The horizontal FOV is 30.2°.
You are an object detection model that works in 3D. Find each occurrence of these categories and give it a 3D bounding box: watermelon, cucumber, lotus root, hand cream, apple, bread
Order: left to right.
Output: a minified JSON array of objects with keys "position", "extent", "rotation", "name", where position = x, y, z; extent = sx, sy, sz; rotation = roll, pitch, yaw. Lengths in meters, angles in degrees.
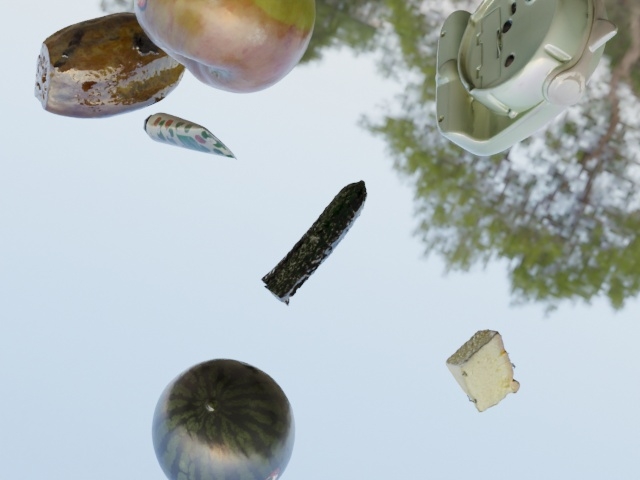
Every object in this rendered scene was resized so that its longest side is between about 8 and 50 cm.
[{"position":[-0.368,-0.319,2.109],"extent":[0.291,0.193,0.193],"rotation":[-14,-144,-30],"name":"lotus root"},{"position":[-0.256,-0.202,2.257],"extent":[0.095,0.059,0.276],"rotation":[42,166,-35],"name":"hand cream"},{"position":[-0.137,0.269,1.679],"extent":[0.212,0.212,0.212],"rotation":[20,-161,-7],"name":"watermelon"},{"position":[-0.125,-0.311,1.583],"extent":[0.261,0.194,0.261],"rotation":[35,178,2],"name":"apple"},{"position":[0.000,0.001,1.936],"extent":[0.067,0.245,0.067],"rotation":[38,165,12],"name":"cucumber"},{"position":[0.232,0.188,1.637],"extent":[0.109,0.084,0.080],"rotation":[55,169,-8],"name":"bread"}]

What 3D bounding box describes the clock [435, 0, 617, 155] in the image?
[{"position":[0.317,-0.302,1.826],"extent":[0.108,0.324,0.265],"rotation":[27,-129,-29],"name":"clock"}]
